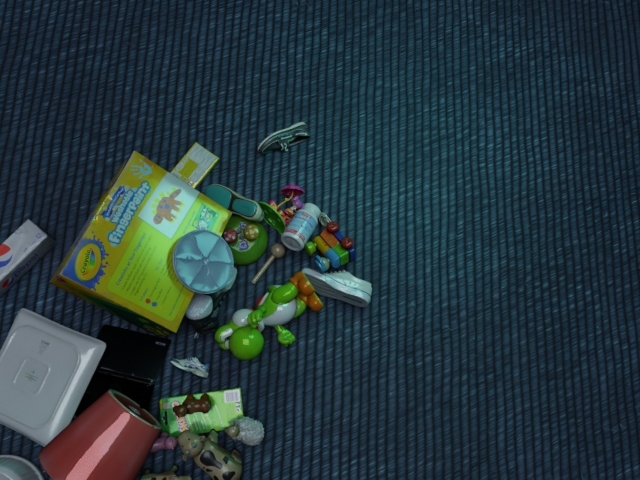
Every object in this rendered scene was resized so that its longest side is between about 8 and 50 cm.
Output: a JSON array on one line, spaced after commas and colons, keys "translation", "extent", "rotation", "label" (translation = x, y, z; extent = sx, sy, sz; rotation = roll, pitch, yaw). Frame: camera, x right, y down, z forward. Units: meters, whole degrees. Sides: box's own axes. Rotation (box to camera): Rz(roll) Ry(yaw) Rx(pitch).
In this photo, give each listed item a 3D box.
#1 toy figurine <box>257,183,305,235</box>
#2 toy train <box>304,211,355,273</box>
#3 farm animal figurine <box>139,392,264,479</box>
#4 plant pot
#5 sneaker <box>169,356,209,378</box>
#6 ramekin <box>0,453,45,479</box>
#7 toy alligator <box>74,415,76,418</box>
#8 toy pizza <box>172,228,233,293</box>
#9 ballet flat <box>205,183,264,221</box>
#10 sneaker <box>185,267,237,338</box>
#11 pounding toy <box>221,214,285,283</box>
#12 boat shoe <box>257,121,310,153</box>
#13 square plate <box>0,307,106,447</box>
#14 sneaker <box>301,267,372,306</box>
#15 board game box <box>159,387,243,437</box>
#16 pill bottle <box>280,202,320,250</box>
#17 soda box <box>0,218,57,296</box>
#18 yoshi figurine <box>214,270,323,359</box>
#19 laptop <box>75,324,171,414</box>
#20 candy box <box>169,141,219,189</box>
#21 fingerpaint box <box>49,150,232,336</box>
[{"translation": [-0.110, -0.119, 1.984], "extent": [0.159, 0.130, 0.173], "rotation": [-47, 106, -23], "label": "toy figurine"}, {"translation": [0.000, 0.000, 1.951], "extent": [0.143, 0.105, 0.248], "rotation": [-29, 54, -18], "label": "toy train"}, {"translation": [-0.373, 0.650, 1.703], "extent": [0.326, 0.172, 0.331], "rotation": [26, 87, -6], "label": "farm animal figurine"}, {"translation": [-0.610, 0.585, 1.625], "extent": [0.275, 0.275, 0.243], "rotation": [36, 74, 4], "label": "plant pot"}, {"translation": [-0.425, 0.405, 1.848], "extent": [0.135, 0.052, 0.058], "rotation": [22, 65, -7], "label": "sneaker"}, {"translation": [-0.961, 0.776, 1.658], "extent": [0.272, 0.127, 0.273], "rotation": [1, 76, -5], "label": "ramekin"}, {"translation": [-0.715, 0.589, 1.770], "extent": [0.190, 0.056, 0.051], "rotation": [46, 36, 6], "label": "toy alligator"}, {"translation": [-0.362, 0.065, 1.743], "extent": [0.201, 0.032, 0.202], "rotation": [10, 73, -34], "label": "toy pizza"}, {"translation": [-0.294, -0.127, 1.966], "extent": [0.248, 0.086, 0.086], "rotation": [27, 73, 29], "label": "ballet flat"}, {"translation": [-0.360, 0.205, 1.876], "extent": [0.101, 0.153, 0.269], "rotation": [16, 39, 15], "label": "sneaker"}, {"translation": [-0.251, 0.004, 1.929], "extent": [0.237, 0.110, 0.183], "rotation": [43, 76, 6], "label": "pounding toy"}, {"translation": [-0.129, -0.360, 2.051], "extent": [0.206, 0.075, 0.065], "rotation": [-29, 77, -16], "label": "boat shoe"}, {"translation": [-0.886, 0.420, 1.751], "extent": [0.347, 0.049, 0.344], "rotation": [18, 76, 15], "label": "square plate"}, {"translation": [0.056, 0.146, 1.945], "extent": [0.258, 0.094, 0.091], "rotation": [23, 51, 0], "label": "sneaker"}, {"translation": [-0.380, 0.553, 1.816], "extent": [0.259, 0.039, 0.124], "rotation": [-6, 78, -9], "label": "board game box"}, {"translation": [-0.063, -0.048, 1.917], "extent": [0.087, 0.087, 0.160], "rotation": [29, 59, 2], "label": "pill bottle"}, {"translation": [-1.013, 0.070, 1.846], "extent": [0.091, 0.098, 0.286], "rotation": [40, 76, 5], "label": "soda box"}, {"translation": [-0.164, 0.268, 1.831], "extent": [0.362, 0.203, 0.204], "rotation": [-31, 90, -5], "label": "yoshi figurine"}, {"translation": [-0.638, 0.440, 1.833], "extent": [0.234, 0.136, 0.265], "rotation": [14, 101, -1], "label": "laptop"}, {"translation": [-0.464, -0.242, 2.013], "extent": [0.105, 0.027, 0.206], "rotation": [36, 76, 2], "label": "candy box"}, {"translation": [-0.540, 0.016, 1.751], "extent": [0.371, 0.163, 0.445], "rotation": [33, 60, -24], "label": "fingerpaint box"}]
